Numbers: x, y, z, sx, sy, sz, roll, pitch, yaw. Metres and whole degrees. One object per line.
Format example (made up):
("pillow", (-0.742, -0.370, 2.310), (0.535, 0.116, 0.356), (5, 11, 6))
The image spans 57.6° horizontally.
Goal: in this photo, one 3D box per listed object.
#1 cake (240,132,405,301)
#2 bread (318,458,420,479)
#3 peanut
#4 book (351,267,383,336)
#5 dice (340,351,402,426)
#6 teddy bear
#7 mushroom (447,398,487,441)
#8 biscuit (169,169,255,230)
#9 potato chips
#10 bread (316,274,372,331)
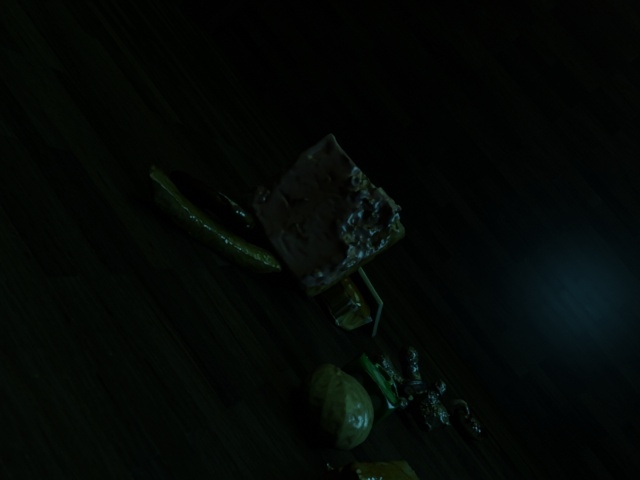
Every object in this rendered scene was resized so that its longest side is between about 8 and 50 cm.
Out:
("cake", (0.005, -0.054, 1.435), (0.306, 0.314, 0.293), (56, -4, 5))
("bread", (0.119, 0.444, 0.949), (0.185, 0.109, 0.380), (53, 9, 32))
("peanut", (0.027, 0.296, 1.044), (0.140, 0.109, 0.159), (36, 20, -56))
("book", (0.121, 0.159, 1.763), (0.208, 0.020, 0.295), (60, -12, 24))
("dice", (0.083, 0.314, 1.190), (0.131, 0.120, 0.128), (51, 12, 13))
("teddy bear", (0.255, 0.410, 1.589), (0.251, 0.182, 0.129), (58, -24, 36))
("mushroom", (0.501, 0.622, 2.005), (0.170, 0.080, 0.135), (54, -1, 17))
("biscuit", (-0.232, -0.083, 1.243), (0.212, 0.036, 0.212), (30, -9, 5))
("potato chips", (-0.224, -0.026, 1.178), (0.407, 0.080, 0.057), (42, 31, -48))
("bread", (0.049, 0.138, 1.674), (0.136, 0.107, 0.241), (42, 14, -53))
